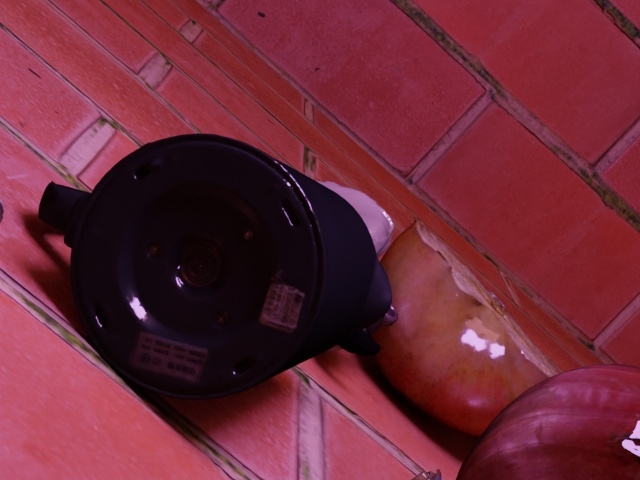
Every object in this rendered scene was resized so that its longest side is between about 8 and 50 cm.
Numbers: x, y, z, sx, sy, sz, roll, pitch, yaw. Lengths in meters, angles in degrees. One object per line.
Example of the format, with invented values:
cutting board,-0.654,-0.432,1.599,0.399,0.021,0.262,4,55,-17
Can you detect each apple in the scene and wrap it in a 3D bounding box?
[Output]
apple,0.159,0.133,1.603,0.293,0.163,0.251,49,6,5

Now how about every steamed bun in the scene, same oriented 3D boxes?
steamed bun,0.000,0.000,1.639,0.183,0.106,0.183,10,25,-5

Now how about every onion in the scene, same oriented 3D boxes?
onion,0.227,0.259,0.951,0.354,0.353,0.353,41,11,-9

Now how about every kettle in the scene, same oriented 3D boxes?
kettle,-0.092,0.030,1.146,0.308,0.262,0.203,8,71,-78

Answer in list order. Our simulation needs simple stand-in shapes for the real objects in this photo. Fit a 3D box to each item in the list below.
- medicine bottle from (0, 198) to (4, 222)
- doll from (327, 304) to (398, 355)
medicine bottle,-0.278,-0.043,1.007,0.047,0.047,0.083,30,16,-50
doll,-0.022,0.033,1.450,0.257,0.117,0.182,35,29,-24
